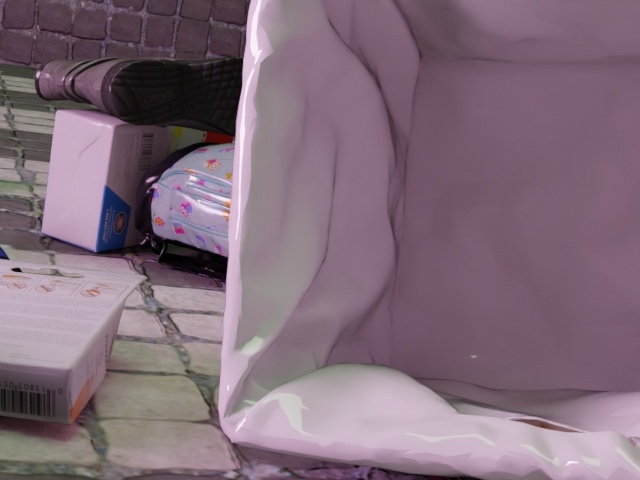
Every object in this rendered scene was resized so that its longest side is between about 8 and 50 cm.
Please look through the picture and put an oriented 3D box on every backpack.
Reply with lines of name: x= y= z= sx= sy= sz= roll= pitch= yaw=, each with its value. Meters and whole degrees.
backpack: x=-0.079 y=-0.034 z=1.155 sx=0.182 sy=0.115 sz=0.152 roll=18 pitch=38 yaw=34

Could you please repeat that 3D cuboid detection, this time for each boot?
boot: x=-0.153 y=-0.158 z=1.203 sx=0.247 sy=0.083 sz=0.161 roll=2 pitch=11 yaw=-40

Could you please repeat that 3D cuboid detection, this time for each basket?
basket: x=0.144 y=-0.025 z=0.686 sx=0.328 sy=0.331 sz=0.266 roll=2 pitch=-9 yaw=18

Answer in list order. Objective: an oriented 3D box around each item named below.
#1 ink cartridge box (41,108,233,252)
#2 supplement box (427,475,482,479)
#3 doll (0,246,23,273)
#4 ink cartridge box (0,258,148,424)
ink cartridge box: x=-0.191 y=-0.072 z=1.270 sx=0.078 sy=0.134 sz=0.231 roll=16 pitch=13 yaw=25
supplement box: x=0.106 y=0.155 z=0.661 sx=0.083 sy=0.043 sz=0.055 roll=5 pitch=13 yaw=-24
doll: x=-0.273 y=0.031 z=0.938 sx=0.129 sy=0.046 sz=0.189 roll=12 pitch=15 yaw=-36
ink cartridge box: x=-0.210 y=0.062 z=0.797 sx=0.146 sy=0.045 sz=0.179 roll=6 pitch=16 yaw=6
